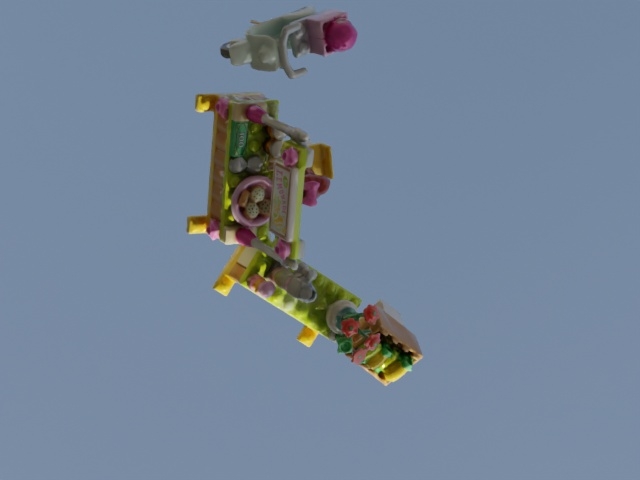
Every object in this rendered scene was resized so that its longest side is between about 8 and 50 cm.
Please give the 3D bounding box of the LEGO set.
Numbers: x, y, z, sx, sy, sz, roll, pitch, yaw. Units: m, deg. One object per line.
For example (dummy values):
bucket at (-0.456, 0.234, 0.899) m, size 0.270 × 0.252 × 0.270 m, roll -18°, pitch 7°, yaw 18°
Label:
LEGO set at (0.000, 0.000, 1.255) m, size 0.132 × 0.287 × 0.107 m, roll -28°, pitch -151°, yaw -22°
